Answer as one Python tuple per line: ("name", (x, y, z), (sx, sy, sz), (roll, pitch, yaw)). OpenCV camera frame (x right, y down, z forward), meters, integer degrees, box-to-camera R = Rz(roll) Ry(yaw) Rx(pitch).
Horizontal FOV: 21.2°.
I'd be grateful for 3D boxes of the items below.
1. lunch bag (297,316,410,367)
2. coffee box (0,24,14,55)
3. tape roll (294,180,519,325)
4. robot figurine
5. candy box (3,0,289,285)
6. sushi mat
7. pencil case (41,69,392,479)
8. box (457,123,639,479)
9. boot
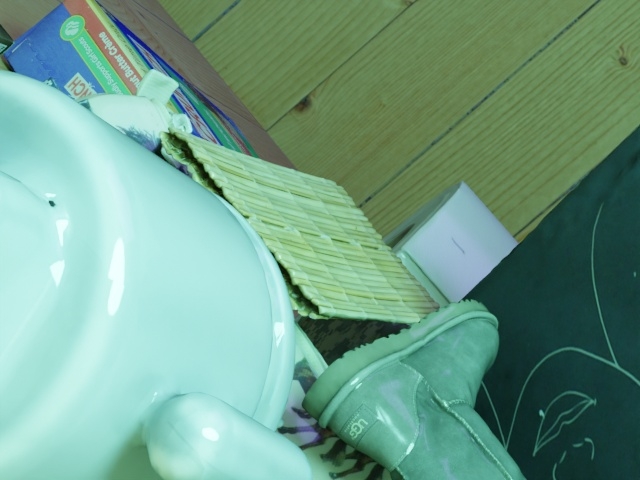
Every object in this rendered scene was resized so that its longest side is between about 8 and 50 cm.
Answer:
("lunch bag", (0.083, 0.200, 1.388), (0.287, 0.169, 0.235), (47, -9, -19))
("coffee box", (-0.337, -0.178, 1.227), (0.141, 0.098, 0.246), (50, 6, 6))
("tape roll", (0.072, 0.066, 1.746), (0.100, 0.286, 0.286), (49, 6, -2))
("robot figurine", (-0.136, 0.040, 0.847), (0.300, 0.200, 0.353), (36, 1, 26))
("candy box", (-0.157, -0.085, 1.809), (0.317, 0.122, 0.268), (39, 12, -53))
("sushi mat", (0.000, 0.000, 1.153), (0.151, 0.019, 0.316), (52, 12, 15))
("pencil case", (-0.077, 0.080, 1.098), (0.410, 0.183, 0.160), (53, 19, 25))
("box", (0.326, 0.168, 1.009), (0.297, 0.480, 0.471), (14, 48, -29))
("boot", (0.105, 0.140, 0.974), (0.208, 0.076, 0.190), (44, 37, 19))
